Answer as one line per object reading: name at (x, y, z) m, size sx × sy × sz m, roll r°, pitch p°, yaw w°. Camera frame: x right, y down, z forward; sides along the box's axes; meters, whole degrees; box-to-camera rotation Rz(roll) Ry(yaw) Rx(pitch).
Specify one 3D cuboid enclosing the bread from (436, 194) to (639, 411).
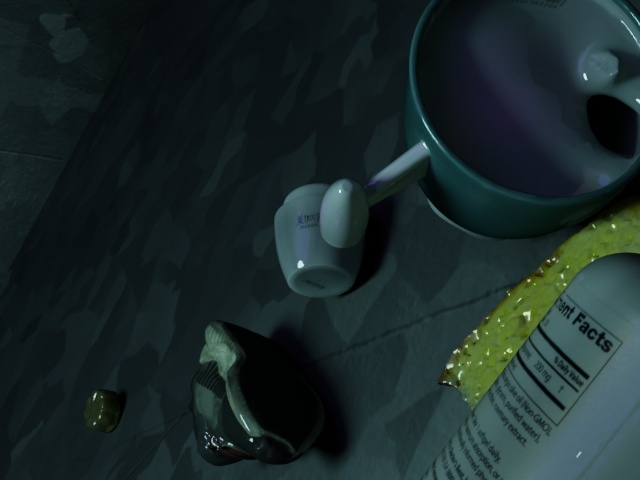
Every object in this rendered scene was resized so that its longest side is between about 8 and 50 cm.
bread at (0.162, 0.060, 0.577) m, size 0.187 × 0.065 × 0.103 m, roll -47°, pitch 29°, yaw 17°

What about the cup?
cup at (0.133, -0.074, 0.623) m, size 0.299 × 0.168 × 0.173 m, roll -27°, pitch -16°, yaw -8°

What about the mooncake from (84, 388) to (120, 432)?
mooncake at (-0.248, 0.287, 1.065) m, size 0.347 × 0.057 × 0.150 m, roll 16°, pitch 90°, yaw 68°

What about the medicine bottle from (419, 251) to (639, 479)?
medicine bottle at (0.151, 0.114, 0.440) m, size 0.289 × 0.157 × 0.157 m, roll -55°, pitch 28°, yaw 9°

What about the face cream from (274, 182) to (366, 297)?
face cream at (0.000, 0.000, 0.876) m, size 0.091 × 0.091 × 0.095 m, roll -34°, pitch 44°, yaw 40°

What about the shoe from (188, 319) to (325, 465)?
shoe at (-0.072, 0.162, 0.846) m, size 0.112 × 0.099 × 0.227 m, roll -62°, pitch 23°, yaw 12°
